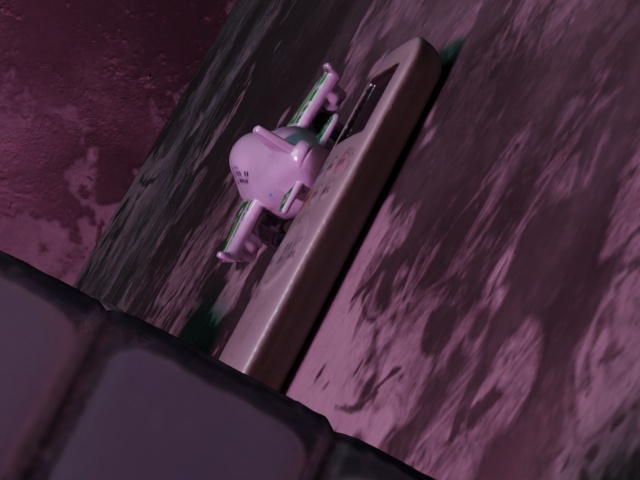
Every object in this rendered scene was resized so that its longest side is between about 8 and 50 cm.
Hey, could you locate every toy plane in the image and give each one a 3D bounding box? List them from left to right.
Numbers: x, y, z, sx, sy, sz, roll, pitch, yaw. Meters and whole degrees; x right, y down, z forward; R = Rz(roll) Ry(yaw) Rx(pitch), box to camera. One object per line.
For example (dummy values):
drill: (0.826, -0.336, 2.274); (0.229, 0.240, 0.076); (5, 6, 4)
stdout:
toy plane: (-0.029, -0.056, 1.332); (0.174, 0.080, 0.174); (-58, 9, 14)

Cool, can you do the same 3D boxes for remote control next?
remote control: (0.000, 0.000, 1.159); (0.309, 0.038, 0.090); (-62, 11, -15)

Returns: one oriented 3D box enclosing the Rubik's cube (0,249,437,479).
Rubik's cube: (-0.080, 0.177, 0.466); (0.253, 0.259, 0.256); (-66, 12, -21)

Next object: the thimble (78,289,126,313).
thimble: (-0.237, 0.138, 1.436); (0.211, 0.185, 0.149); (-26, 6, -13)
